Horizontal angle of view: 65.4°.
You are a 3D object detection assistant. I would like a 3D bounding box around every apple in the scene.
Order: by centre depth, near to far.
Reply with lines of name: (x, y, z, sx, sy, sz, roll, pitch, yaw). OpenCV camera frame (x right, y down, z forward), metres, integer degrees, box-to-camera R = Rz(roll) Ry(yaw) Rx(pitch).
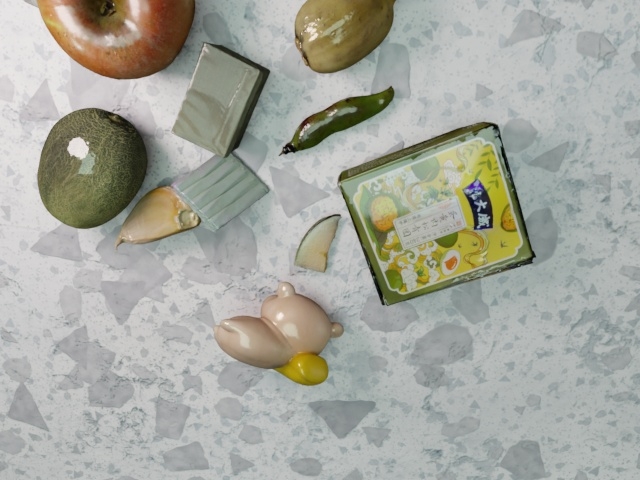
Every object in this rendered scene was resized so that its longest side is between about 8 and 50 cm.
apple: (-0.454, -0.541, 1.128, 0.339, 0.305, 0.338, -3, 117, -6)

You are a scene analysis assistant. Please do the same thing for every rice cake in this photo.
rice cake: (-0.261, -0.137, 1.322, 0.189, 0.037, 0.198, 46, 61, -11)

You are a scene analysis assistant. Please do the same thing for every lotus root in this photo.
lotus root: (0.078, -0.523, 1.161, 0.310, 0.183, 0.182, -33, 103, 8)

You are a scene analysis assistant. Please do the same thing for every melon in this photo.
melon: (-0.587, -0.180, 1.284, 0.249, 0.248, 0.329, 32, 114, -6)
melon: (-0.008, 0.000, 1.400, 0.098, 0.054, 0.182, 14, 110, -7)

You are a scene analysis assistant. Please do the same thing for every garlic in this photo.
garlic: (-0.435, -0.057, 1.356, 0.245, 0.164, 0.145, -20, 123, 17)

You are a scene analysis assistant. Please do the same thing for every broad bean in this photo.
broad bean: (0.033, -0.310, 1.285, 0.339, 0.061, 0.077, -25, 112, 13)

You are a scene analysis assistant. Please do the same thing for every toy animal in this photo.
toy animal: (-0.120, 0.245, 1.419, 0.345, 0.277, 0.246, 25, 80, -15)

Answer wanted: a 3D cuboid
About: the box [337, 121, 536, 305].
box: (0.296, -0.065, 1.307, 0.420, 0.138, 0.373, -19, 105, 10)

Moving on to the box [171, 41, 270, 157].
box: (-0.243, -0.350, 1.247, 0.155, 0.149, 0.231, 25, 109, -4)

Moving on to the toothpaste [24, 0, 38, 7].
toothpaste: (-0.725, -0.642, 1.214, 0.266, 0.061, 0.096, 42, 109, 13)
